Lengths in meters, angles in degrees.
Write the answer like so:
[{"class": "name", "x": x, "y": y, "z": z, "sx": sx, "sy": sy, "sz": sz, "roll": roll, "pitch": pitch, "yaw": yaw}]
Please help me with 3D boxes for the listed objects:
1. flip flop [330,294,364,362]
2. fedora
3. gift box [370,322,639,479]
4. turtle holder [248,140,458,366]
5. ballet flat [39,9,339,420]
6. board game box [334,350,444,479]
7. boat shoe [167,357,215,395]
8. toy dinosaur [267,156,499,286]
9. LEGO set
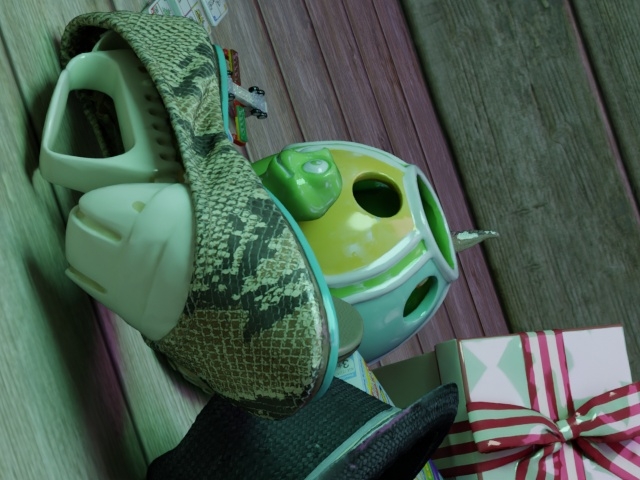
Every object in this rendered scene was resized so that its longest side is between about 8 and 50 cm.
[{"class": "flip flop", "x": -0.063, "y": 0.027, "z": 1.633, "sx": 0.277, "sy": 0.080, "sz": 0.112, "roll": 32, "pitch": 25, "yaw": -27}, {"class": "fedora", "x": -0.034, "y": 0.188, "z": 1.467, "sx": 0.152, "sy": 0.334, "sz": 0.334, "roll": 43, "pitch": 8, "yaw": 12}, {"class": "gift box", "x": 0.222, "y": 0.240, "z": 1.998, "sx": 0.258, "sy": 0.255, "sz": 0.276, "roll": -27, "pitch": -106, "yaw": 59}, {"class": "turtle holder", "x": 0.002, "y": -0.008, "z": 1.842, "sx": 0.243, "sy": 0.227, "sz": 0.320, "roll": -91, "pitch": 159, "yaw": -52}, {"class": "ballet flat", "x": -0.134, "y": -0.036, "z": 1.443, "sx": 0.182, "sy": 0.164, "sz": 0.483, "roll": 11, "pitch": 33, "yaw": -25}, {"class": "board game box", "x": 0.027, "y": 0.248, "z": 1.772, "sx": 0.275, "sy": 0.144, "sz": 0.142, "roll": 58, "pitch": 18, "yaw": -50}, {"class": "boat shoe", "x": -0.112, "y": 0.107, "z": 1.638, "sx": 0.153, "sy": 0.048, "sz": 0.056, "roll": 38, "pitch": 47, "yaw": -56}, {"class": "toy dinosaur", "x": 0.042, "y": -0.010, "z": 2.039, "sx": 0.127, "sy": 0.295, "sz": 0.200, "roll": -39, "pitch": 113, "yaw": -48}, {"class": "LEGO set", "x": -0.127, "y": -0.176, "z": 2.009, "sx": 0.244, "sy": 0.060, "sz": 0.182, "roll": 65, "pitch": 26, "yaw": -22}]
